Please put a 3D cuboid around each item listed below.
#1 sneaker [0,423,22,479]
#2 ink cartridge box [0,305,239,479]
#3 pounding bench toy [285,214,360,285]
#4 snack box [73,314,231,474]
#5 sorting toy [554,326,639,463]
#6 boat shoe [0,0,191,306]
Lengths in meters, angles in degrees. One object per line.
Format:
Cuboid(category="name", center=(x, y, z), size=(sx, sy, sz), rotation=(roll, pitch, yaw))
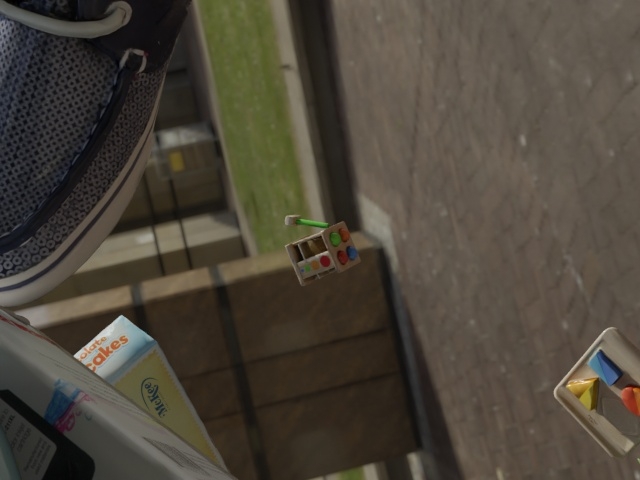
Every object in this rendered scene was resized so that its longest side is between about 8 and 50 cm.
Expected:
Cuboid(category="sneaker", center=(-0.234, 0.024, 0.243), size=(0.366, 0.135, 0.150), rotation=(33, -168, -36))
Cuboid(category="ink cartridge box", center=(-0.090, 0.095, 0.423), size=(0.175, 0.072, 0.127), rotation=(33, 172, 18))
Cuboid(category="pounding bench toy", center=(0.000, 0.000, 1.313), size=(0.052, 0.065, 0.083), rotation=(-25, -87, -58))
Cuboid(category="snack box", center=(-0.185, 0.241, 1.065), size=(0.060, 0.187, 0.322), rotation=(30, 152, 38))
Cuboid(category="sorting toy", center=(0.178, 0.099, 0.646), size=(0.083, 0.012, 0.062), rotation=(48, 128, 22))
Cuboid(category="boat shoe", center=(-0.116, -0.141, 0.504), size=(0.158, 0.127, 0.341), rotation=(97, -170, -80))
